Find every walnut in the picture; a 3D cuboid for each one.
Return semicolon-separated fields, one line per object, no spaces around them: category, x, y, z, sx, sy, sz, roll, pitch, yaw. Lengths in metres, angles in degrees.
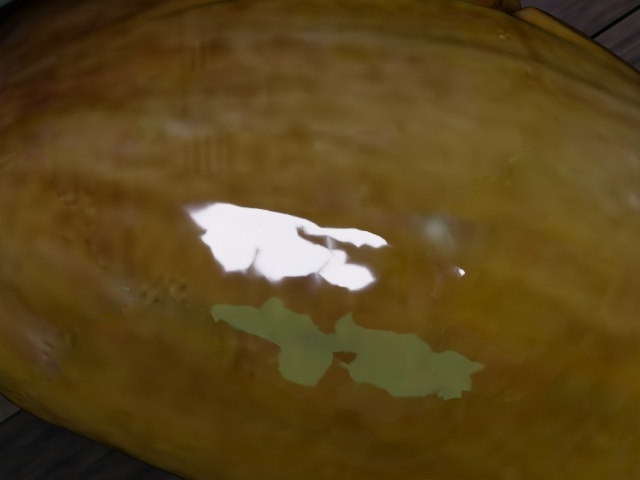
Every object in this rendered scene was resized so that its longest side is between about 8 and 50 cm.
walnut;0.000;0.000;0.522;0.336;0.209;0.209;14;132;-20

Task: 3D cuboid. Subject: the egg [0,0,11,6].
egg;-0.095;-0.162;0.360;0.271;0.196;0.196;-42;127;7
